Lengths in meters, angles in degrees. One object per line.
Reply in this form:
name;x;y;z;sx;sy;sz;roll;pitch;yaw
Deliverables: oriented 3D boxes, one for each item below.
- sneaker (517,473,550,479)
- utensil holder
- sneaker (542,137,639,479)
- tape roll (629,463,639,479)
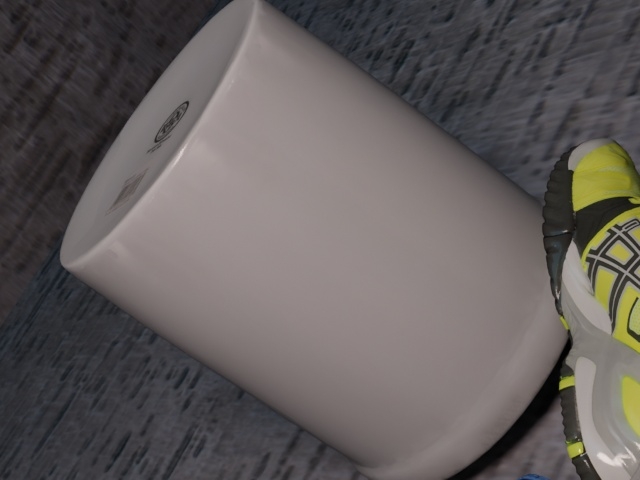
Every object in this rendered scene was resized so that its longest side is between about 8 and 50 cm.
sneaker;0.171;0.231;0.982;0.078;0.067;0.188;-39;8;-8
utensil holder;0.000;0.000;1.216;0.327;0.385;0.328;-46;20;23
sneaker;0.276;0.057;1.049;0.147;0.145;0.385;-24;42;24
tape roll;0.255;0.148;0.748;0.286;0.100;0.286;-52;-11;-14
